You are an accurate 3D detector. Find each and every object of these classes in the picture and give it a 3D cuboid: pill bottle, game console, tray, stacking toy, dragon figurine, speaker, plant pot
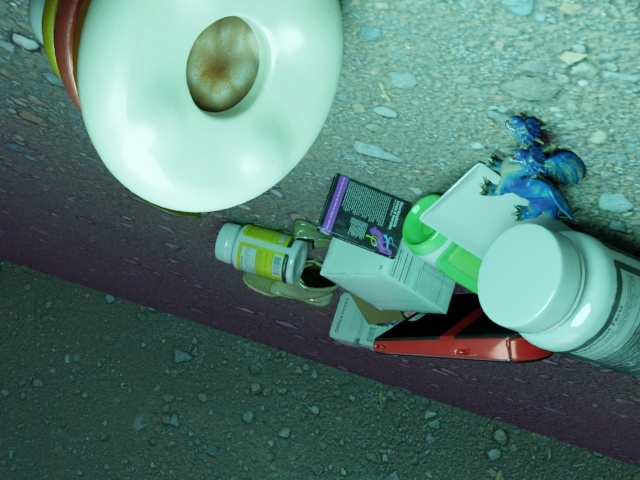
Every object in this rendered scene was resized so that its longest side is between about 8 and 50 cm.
[{"bbox_3d":[-0.146,0.027,2.028,0.208,0.119,0.119,15,163,14],"label":"pill bottle"},{"bbox_3d":[0.335,0.170,1.660,0.341,0.060,0.386,-6,-173,31],"label":"game console"},{"bbox_3d":[0.307,-0.032,1.420,0.270,0.030,0.145,30,119,-30],"label":"tray"},{"bbox_3d":[-0.236,-0.271,1.055,0.479,0.351,0.350,30,174,41],"label":"stacking toy"},{"bbox_3d":[0.339,-0.082,1.225,0.289,0.085,0.144,32,159,-32],"label":"dragon figurine"},{"bbox_3d":[0.293,0.027,1.540,0.296,0.131,0.131,30,160,-31],"label":"speaker"},{"bbox_3d":[-0.374,-0.109,2.005,0.236,0.033,0.236,17,163,5],"label":"plant pot"},{"bbox_3d":[0.450,0.100,1.385,0.360,0.204,0.204,19,165,-33],"label":"pill bottle"}]

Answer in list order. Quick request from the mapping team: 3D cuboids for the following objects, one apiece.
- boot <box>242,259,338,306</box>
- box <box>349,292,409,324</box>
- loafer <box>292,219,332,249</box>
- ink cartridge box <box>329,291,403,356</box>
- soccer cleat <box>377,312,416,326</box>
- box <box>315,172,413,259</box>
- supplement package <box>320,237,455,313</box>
[{"bbox_3d":[-0.081,0.102,2.227,0.261,0.095,0.203,18,163,-1],"label":"boot"},{"bbox_3d":[0.131,0.135,2.073,0.165,0.021,0.201,59,155,-4],"label":"box"},{"bbox_3d":[0.000,0.000,1.903,0.147,0.050,0.056,21,163,-6],"label":"loafer"},{"bbox_3d":[0.140,0.236,2.327,0.190,0.140,0.082,9,162,33],"label":"ink cartridge box"},{"bbox_3d":[0.193,0.152,2.117,0.116,0.108,0.318,50,157,-15],"label":"soccer cleat"},{"bbox_3d":[0.084,-0.045,1.564,0.162,0.116,0.029,21,165,-6],"label":"box"},{"bbox_3d":[0.150,0.046,1.712,0.203,0.149,0.194,32,158,-36],"label":"supplement package"}]
